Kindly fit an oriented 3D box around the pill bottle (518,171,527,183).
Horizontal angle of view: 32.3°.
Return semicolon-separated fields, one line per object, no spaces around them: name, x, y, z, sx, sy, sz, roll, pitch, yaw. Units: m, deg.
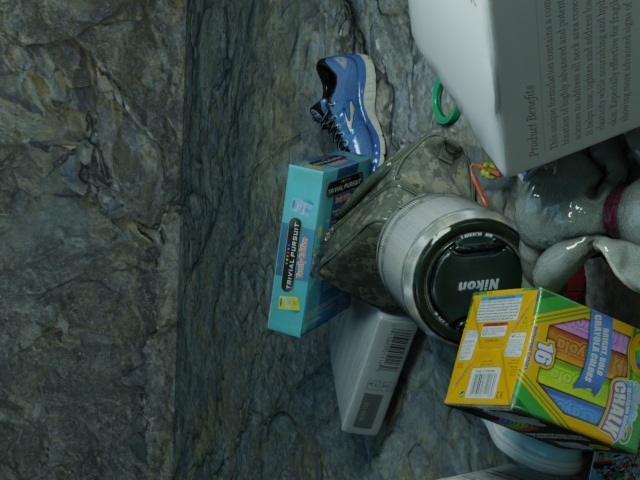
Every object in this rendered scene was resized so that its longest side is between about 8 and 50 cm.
pill bottle;0.377;-0.141;1.742;0.137;0.078;0.078;-41;52;36

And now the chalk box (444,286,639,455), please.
chalk box;0.360;0.199;1.595;0.180;0.288;0.179;-13;58;63

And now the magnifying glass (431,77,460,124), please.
magnifying glass;0.246;-0.338;2.115;0.092;0.026;0.231;-164;77;-64

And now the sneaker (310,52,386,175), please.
sneaker;0.046;-0.247;2.397;0.130;0.147;0.330;145;120;-60

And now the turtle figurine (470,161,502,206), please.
turtle figurine;0.322;-0.196;1.873;0.217;0.087;0.270;153;123;-79

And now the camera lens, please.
camera lens;0.215;0.041;1.794;0.274;0.219;0.220;-133;46;-75

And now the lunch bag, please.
lunch bag;0.154;-0.040;2.104;0.305;0.212;0.256;-44;20;56

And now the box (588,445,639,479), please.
box;0.468;0.342;1.589;0.207;0.036;0.114;-8;65;64

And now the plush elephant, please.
plush elephant;0.415;-0.031;1.516;0.255;0.330;0.272;23;77;29

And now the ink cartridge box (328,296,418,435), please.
ink cartridge box;0.103;0.179;2.393;0.385;0.091;0.308;-98;20;-57

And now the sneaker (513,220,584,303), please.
sneaker;0.365;0.038;1.818;0.128;0.087;0.221;136;141;-68

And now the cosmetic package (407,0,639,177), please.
cosmetic package;0.330;-0.352;1.381;0.329;0.393;0.327;73;175;-50

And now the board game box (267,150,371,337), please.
board game box;0.000;0.000;2.249;0.079;0.254;0.336;14;106;21

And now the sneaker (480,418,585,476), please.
sneaker;0.337;0.223;1.802;0.319;0.127;0.208;-133;47;-54

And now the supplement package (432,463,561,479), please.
supplement package;0.246;0.463;1.617;0.198;0.262;0.199;6;98;56
